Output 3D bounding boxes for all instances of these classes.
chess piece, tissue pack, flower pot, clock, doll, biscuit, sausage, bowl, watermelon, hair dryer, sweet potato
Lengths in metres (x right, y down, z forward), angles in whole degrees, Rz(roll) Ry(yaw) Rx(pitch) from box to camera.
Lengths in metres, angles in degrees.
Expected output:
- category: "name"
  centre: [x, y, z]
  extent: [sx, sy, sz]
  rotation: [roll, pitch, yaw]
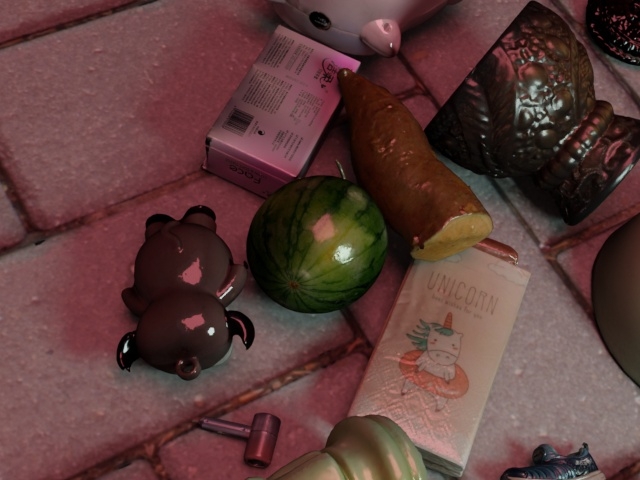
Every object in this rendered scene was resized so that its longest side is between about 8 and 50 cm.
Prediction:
- category: "chess piece"
  centre: [-0.035, 0.310, 1.292]
  extent: [0.298, 0.175, 0.175]
  rotation: [-10, 62, -30]
- category: "tissue pack"
  centre: [0.164, 0.147, 1.518]
  extent: [0.170, 0.071, 0.325]
  rotation: [22, 58, 6]
- category: "flower pot"
  centre: [0.332, -0.175, 1.654]
  extent: [0.267, 0.266, 0.266]
  rotation: [40, 59, 1]
- category: "clock"
  centre: [0.081, -0.483, 1.772]
  extent: [0.368, 0.250, 0.376]
  rotation: [27, 58, 5]
- category: "doll"
  centre: [-0.181, 0.073, 1.461]
  extent: [0.182, 0.117, 0.257]
  rotation: [-14, 58, 4]
- category: "biscuit"
  centre: [0.554, -0.380, 1.926]
  extent: [0.195, 0.053, 0.194]
  rotation: [5, 59, -9]
- category: "sausage"
  centre: [0.222, 0.005, 1.639]
  extent: [0.147, 0.035, 0.030]
  rotation: [20, 25, 0]
- category: "bowl"
  centre: [0.586, 0.062, 1.591]
  extent: [0.354, 0.185, 0.353]
  rotation: [5, 58, -9]
- category: "watermelon"
  centre: [0.000, 0.000, 1.508]
  extent: [0.188, 0.188, 0.214]
  rotation: [28, 39, 5]
- category: "tissue pack"
  centre: [-0.055, -0.186, 1.658]
  extent: [0.149, 0.092, 0.246]
  rotation: [26, 58, 4]
- category: "hair dryer"
  centre: [-0.113, 0.248, 1.425]
  extent: [0.114, 0.037, 0.063]
  rotation: [12, 59, 4]
- category: "sweet potato"
  centre: [0.101, -0.112, 1.573]
  extent: [0.131, 0.131, 0.336]
  rotation: [-22, 59, -23]

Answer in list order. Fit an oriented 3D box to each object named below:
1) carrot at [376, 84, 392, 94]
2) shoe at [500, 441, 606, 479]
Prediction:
- category: "carrot"
  centre: [0.110, -0.146, 1.677]
  extent: [0.087, 0.087, 0.193]
  rotation: [-23, 70, -23]
- category: "shoe"
  centre: [0.302, 0.302, 1.460]
  extent: [0.143, 0.064, 0.071]
  rotation: [-3, 61, -17]
